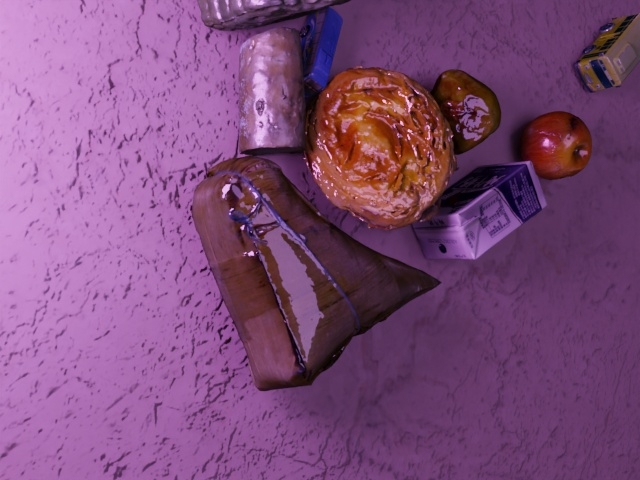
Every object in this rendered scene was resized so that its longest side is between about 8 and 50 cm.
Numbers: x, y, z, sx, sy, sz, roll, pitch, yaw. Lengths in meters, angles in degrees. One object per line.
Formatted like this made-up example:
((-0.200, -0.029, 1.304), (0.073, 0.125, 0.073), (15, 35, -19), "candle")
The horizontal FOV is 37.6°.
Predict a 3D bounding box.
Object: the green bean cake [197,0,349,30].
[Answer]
((-0.058, -0.400, 1.438), (0.227, 0.222, 0.125), (-19, 100, -30), "green bean cake")

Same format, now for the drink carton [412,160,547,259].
((0.291, -0.053, 1.733), (0.222, 0.134, 0.102), (-34, 111, -30), "drink carton")

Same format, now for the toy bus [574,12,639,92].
((0.629, -0.400, 1.999), (0.175, 0.101, 0.088), (-48, 115, -25), "toy bus")

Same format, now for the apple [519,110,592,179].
((0.471, -0.189, 1.867), (0.146, 0.146, 0.147), (1, 89, -35), "apple")

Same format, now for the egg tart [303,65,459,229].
((0.095, -0.148, 1.595), (0.297, 0.132, 0.297), (5, 72, -17), "egg tart")

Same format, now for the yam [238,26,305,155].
((-0.078, -0.235, 1.492), (0.107, 0.107, 0.194), (-1, 89, -35), "yam")

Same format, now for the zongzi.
((0.000, 0.000, 1.504), (0.393, 0.174, 0.356), (-28, 102, -33), "zongzi")

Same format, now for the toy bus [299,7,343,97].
((-0.007, -0.316, 1.565), (0.051, 0.061, 0.153), (31, 61, -36), "toy bus")

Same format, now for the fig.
((0.261, -0.229, 1.721), (0.165, 0.144, 0.154), (3, 50, -43), "fig")
